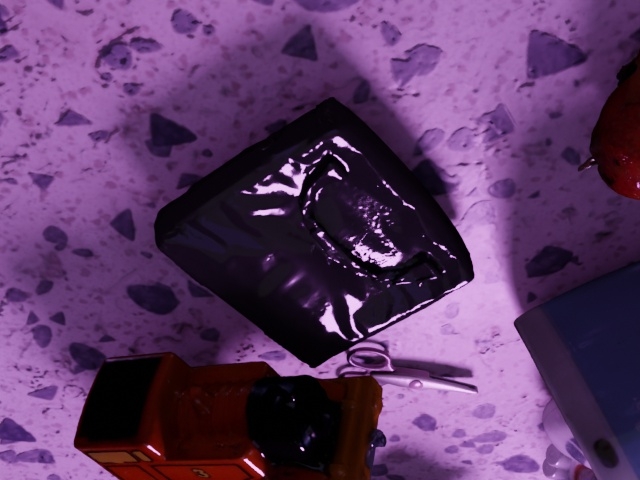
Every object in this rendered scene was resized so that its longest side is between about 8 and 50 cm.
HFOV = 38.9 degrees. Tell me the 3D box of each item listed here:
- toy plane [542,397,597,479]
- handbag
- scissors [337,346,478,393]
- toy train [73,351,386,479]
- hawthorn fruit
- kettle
[{"bbox_3d":[0.396,0.254,1.155,0.252,0.118,0.252,0,131,0],"label":"toy plane"},{"bbox_3d":[0.000,0.000,0.921,0.244,0.088,0.275,-30,126,23],"label":"handbag"},{"bbox_3d":[0.112,0.171,1.126,0.176,0.022,0.085,10,131,-8],"label":"scissors"},{"bbox_3d":[-0.112,0.223,1.020,0.369,0.163,0.232,-9,141,29],"label":"toy train"},{"bbox_3d":[0.307,-0.100,0.808,0.148,0.148,0.172,33,139,-29],"label":"hawthorn fruit"},{"bbox_3d":[0.429,0.149,0.953,0.342,0.247,0.320,-28,93,8],"label":"kettle"}]
